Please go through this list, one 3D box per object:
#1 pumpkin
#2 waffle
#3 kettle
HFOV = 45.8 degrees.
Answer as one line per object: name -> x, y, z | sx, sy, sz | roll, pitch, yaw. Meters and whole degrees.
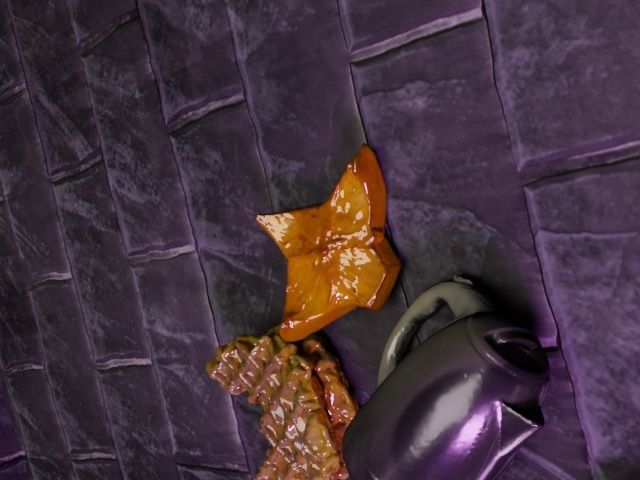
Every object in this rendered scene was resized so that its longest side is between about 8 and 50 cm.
pumpkin -> 0.020, 0.013, 1.298 | 0.290, 0.095, 0.258 | -26, 76, 35
waffle -> -0.061, 0.313, 1.414 | 0.261, 0.151, 0.324 | -32, 83, 36
kettle -> 0.196, 0.219, 1.157 | 0.324, 0.228, 0.321 | -57, 33, 28
